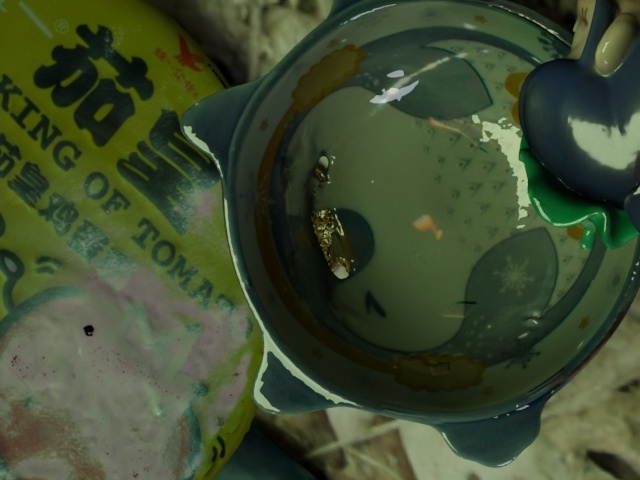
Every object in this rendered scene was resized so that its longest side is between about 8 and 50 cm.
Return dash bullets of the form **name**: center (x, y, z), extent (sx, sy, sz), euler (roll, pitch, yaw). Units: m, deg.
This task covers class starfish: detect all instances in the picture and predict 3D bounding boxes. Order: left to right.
- **starfish**: center (0.000, 0.000, 0.841), extent (0.078, 0.028, 0.091), euler (44, 133, 19)

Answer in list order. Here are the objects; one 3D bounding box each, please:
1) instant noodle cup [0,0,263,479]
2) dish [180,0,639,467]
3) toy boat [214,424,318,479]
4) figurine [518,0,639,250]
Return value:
- **instant noodle cup**: center (-0.219, 0.021, 0.829), extent (0.254, 0.325, 0.325), euler (-10, 107, 52)
- **dish**: center (0.045, -0.020, 0.733), extent (0.228, 0.086, 0.236), euler (9, 94, 3)
- **toy boat**: center (-0.046, 0.268, 0.949), extent (0.215, 0.123, 0.330), euler (-19, 102, 41)
- **figurine**: center (0.135, -0.089, 0.621), extent (0.102, 0.111, 0.195), euler (11, 97, 32)
